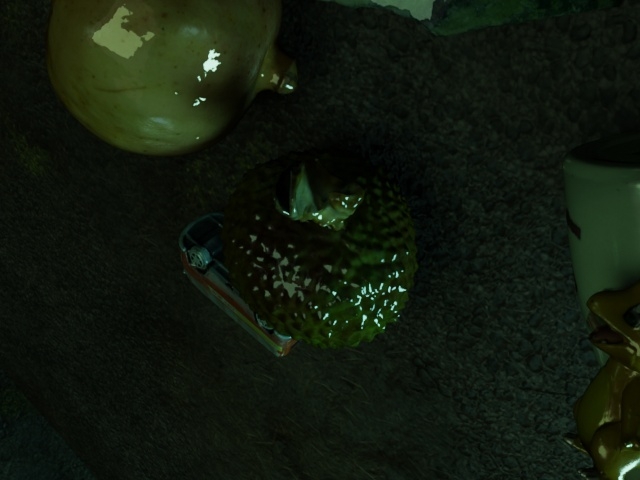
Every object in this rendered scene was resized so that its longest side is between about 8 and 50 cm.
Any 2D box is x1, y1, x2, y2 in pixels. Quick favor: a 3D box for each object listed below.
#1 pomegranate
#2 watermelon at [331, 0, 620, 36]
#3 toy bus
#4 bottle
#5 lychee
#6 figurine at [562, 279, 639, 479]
[{"bbox_3d":[-0.177,-0.261,0.959,0.338,0.338,0.338,22,128,30],"label":"pomegranate"},{"bbox_3d":[0.128,-0.294,0.751,0.256,0.260,0.176,64,153,15],"label":"watermelon"},{"bbox_3d":[-0.118,0.071,1.245,0.265,0.121,0.120,37,144,18],"label":"toy bus"},{"bbox_3d":[0.363,0.073,0.732,0.229,0.229,0.352,2,109,41],"label":"bottle"},{"bbox_3d":[-0.001,0.007,0.988,0.269,0.270,0.320,29,129,25],"label":"lychee"},{"bbox_3d":[0.275,0.117,0.624,0.122,0.121,0.176,5,104,8],"label":"figurine"}]
